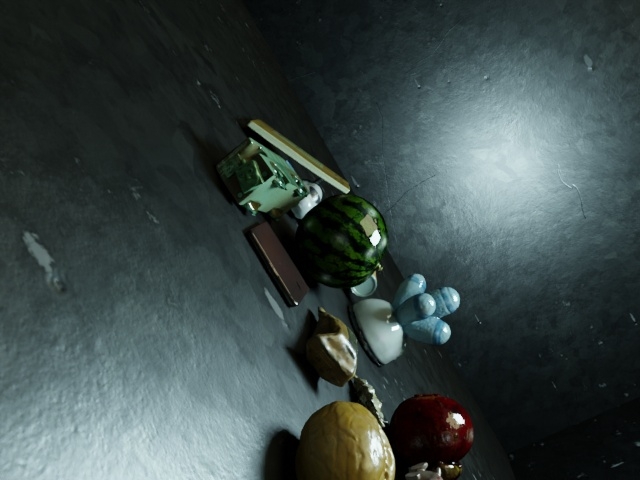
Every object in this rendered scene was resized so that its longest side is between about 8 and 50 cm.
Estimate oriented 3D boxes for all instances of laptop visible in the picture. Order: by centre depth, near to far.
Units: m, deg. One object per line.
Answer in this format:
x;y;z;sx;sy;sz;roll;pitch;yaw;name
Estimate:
-0.101;0.055;1.252;0.207;0.026;0.154;58;14;-5;laptop

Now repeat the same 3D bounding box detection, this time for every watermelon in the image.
0.059;0.004;1.444;0.269;0.269;0.269;56;13;-20;watermelon

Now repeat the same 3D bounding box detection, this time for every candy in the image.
0.031;0.238;1.202;0.143;0.101;0.271;54;7;-4;candy

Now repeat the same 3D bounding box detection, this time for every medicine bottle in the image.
0.157;0.105;1.936;0.108;0.108;0.426;58;11;-9;medicine bottle

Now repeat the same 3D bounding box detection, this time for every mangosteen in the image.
0.281;0.523;1.324;0.215;0.215;0.258;37;49;-61;mangosteen

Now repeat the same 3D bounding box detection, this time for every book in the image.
-0.065;-0.289;1.771;0.389;0.032;0.269;35;11;-5;book

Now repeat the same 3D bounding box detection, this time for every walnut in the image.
0.038;0.352;0.830;0.159;0.159;0.207;55;12;-24;walnut

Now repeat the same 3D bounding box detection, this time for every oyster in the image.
0.120;0.400;1.278;0.103;0.051;0.148;52;-1;-23;oyster

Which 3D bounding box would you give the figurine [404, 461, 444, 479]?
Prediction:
0.244;0.586;1.181;0.138;0.125;0.125;66;13;15;figurine

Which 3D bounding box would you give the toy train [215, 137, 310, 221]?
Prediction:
-0.138;-0.148;1.333;0.159;0.129;0.326;57;12;12;toy train

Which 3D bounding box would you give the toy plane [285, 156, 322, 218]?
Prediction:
-0.049;-0.148;1.702;0.267;0.122;0.267;54;16;-24;toy plane

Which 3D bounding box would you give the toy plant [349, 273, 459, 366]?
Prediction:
0.287;0.238;1.668;0.247;0.332;0.247;58;12;-20;toy plant
